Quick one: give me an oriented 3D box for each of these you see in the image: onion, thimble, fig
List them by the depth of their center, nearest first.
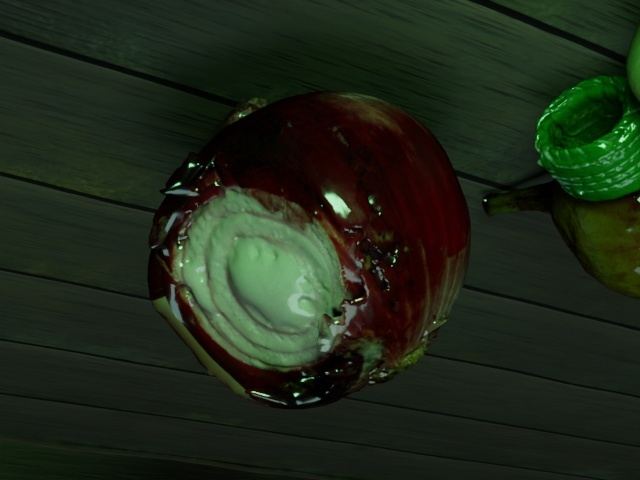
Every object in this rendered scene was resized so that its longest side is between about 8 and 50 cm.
[{"bbox_3d":[0.289,-0.105,1.276,0.130,0.118,0.090,-34,132,21],"label":"thimble"},{"bbox_3d":[0.006,0.003,1.283,0.341,0.341,0.341,-1,157,-1],"label":"onion"},{"bbox_3d":[0.302,-0.033,1.399,0.290,0.191,0.190,5,161,24],"label":"fig"}]

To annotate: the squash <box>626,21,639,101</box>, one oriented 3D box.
[{"bbox_3d":[0.377,-0.221,1.025,0.118,0.118,0.370,6,152,-18],"label":"squash"}]
